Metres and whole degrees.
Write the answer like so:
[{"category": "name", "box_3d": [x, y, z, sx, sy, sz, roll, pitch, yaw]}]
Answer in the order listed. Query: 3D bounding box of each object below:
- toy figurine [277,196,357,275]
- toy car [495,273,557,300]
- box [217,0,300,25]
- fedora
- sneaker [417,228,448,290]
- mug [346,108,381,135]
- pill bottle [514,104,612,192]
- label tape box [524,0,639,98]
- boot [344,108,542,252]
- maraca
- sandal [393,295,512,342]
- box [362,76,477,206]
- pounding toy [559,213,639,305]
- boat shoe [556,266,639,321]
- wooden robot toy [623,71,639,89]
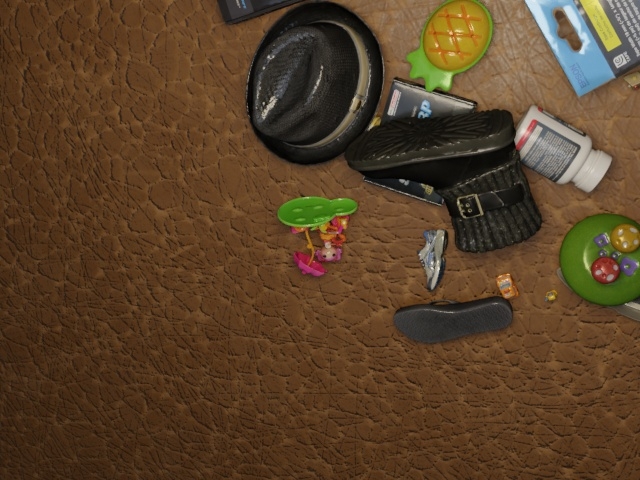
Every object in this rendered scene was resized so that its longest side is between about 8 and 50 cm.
[{"category": "toy figurine", "box_3d": [0.000, 0.000, 1.617, 0.173, 0.130, 0.159, -9, 120, -6]}, {"category": "toy car", "box_3d": [0.428, 0.099, 1.545, 0.121, 0.040, 0.060, -5, 106, 18]}, {"category": "box", "box_3d": [-0.094, -0.608, 1.453, 0.293, 0.073, 0.296, -11, 104, 20]}, {"category": "fedora", "box_3d": [-0.041, -0.309, 1.461, 0.333, 0.152, 0.334, 4, 99, 25]}, {"category": "sneaker", "box_3d": [0.235, 0.039, 1.582, 0.058, 0.052, 0.135, 11, 103, 23]}, {"category": "mug", "box_3d": [0.087, -0.240, 1.532, 0.064, 0.078, 0.062, 23, 156, 17]}, {"category": "pill bottle", "box_3d": [0.452, -0.170, 1.415, 0.180, 0.108, 0.108, 31, 113, 5]}, {"category": "label tape box", "box_3d": [0.549, -0.442, 1.300, 0.333, 0.106, 0.241, -29, 98, 22]}, {"category": "boot", "box_3d": [0.235, -0.100, 1.436, 0.347, 0.131, 0.260, -1, 130, 29]}, {"category": "maraca", "box_3d": [0.245, -0.372, 1.412, 0.127, 0.099, 0.186, 42, 111, 10]}, {"category": "sandal", "box_3d": [0.286, 0.165, 1.602, 0.254, 0.054, 0.097, -7, 122, 18]}, {"category": "box", "box_3d": [0.200, -0.200, 1.507, 0.175, 0.051, 0.220, 20, 112, 7]}, {"category": "pounding toy", "box_3d": [0.582, 0.030, 1.407, 0.236, 0.110, 0.183, 0, 81, 10]}, {"category": "boat shoe", "box_3d": [0.580, 0.092, 1.500, 0.206, 0.075, 0.065, 28, 70, 12]}, {"category": "wooden robot toy", "box_3d": [0.647, -0.279, 1.361, 0.173, 0.076, 0.079, -4, 141, 17]}]
